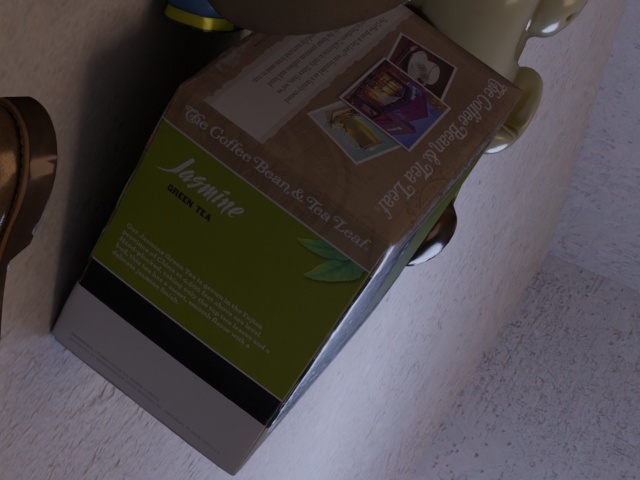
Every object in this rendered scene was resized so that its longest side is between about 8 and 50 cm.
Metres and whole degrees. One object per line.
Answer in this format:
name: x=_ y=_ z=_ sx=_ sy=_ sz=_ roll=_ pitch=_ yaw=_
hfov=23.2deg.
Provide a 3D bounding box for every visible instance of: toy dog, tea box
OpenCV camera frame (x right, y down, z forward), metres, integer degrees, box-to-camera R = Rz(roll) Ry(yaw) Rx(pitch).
toy dog: x=0.115 y=-0.173 z=1.668 sx=0.408 sy=0.284 sz=0.395 roll=-64 pitch=-179 yaw=16
tea box: x=-0.025 y=-0.026 z=1.420 sx=0.323 sy=0.220 sz=0.329 roll=-56 pitch=174 yaw=37

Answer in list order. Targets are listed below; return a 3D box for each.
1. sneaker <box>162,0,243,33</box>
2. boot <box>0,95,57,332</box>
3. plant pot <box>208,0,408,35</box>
sneaker: x=-0.070 y=-0.234 z=1.384 sx=0.209 sy=0.069 sz=0.082 roll=-27 pitch=135 yaw=-67
boot: x=-0.281 y=0.035 z=1.078 sx=0.115 sy=0.112 sz=0.305 roll=-4 pitch=126 yaw=-39
plant pot: x=-0.026 y=-0.329 z=1.087 sx=0.256 sy=0.256 sz=0.274 roll=-59 pitch=140 yaw=-25
